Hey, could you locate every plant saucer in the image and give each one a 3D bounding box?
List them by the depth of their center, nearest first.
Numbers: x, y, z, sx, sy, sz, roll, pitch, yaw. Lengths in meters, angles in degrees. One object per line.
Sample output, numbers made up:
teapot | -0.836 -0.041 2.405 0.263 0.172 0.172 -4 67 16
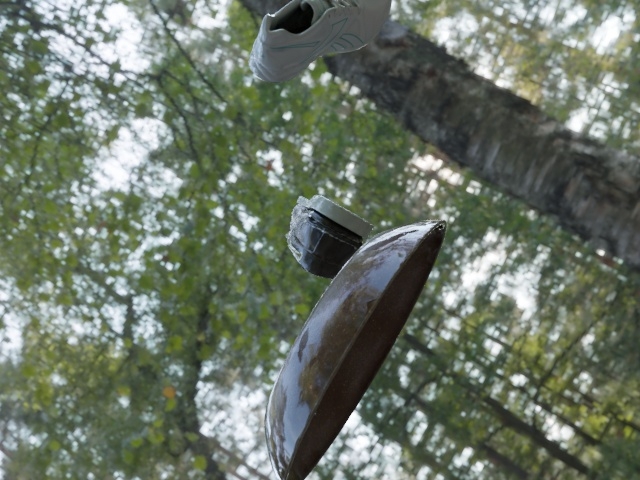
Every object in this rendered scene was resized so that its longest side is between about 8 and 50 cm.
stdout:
plant saucer | 0.017 0.066 0.558 0.199 0.036 0.199 -55 -15 -22

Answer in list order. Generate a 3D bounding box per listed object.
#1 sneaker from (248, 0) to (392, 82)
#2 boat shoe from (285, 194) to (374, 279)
sneaker | 0.007 -0.191 0.758 0.152 0.054 0.061 -34 -17 -23
boat shoe | 0.000 0.000 0.887 0.069 0.081 0.228 -61 2 -2
